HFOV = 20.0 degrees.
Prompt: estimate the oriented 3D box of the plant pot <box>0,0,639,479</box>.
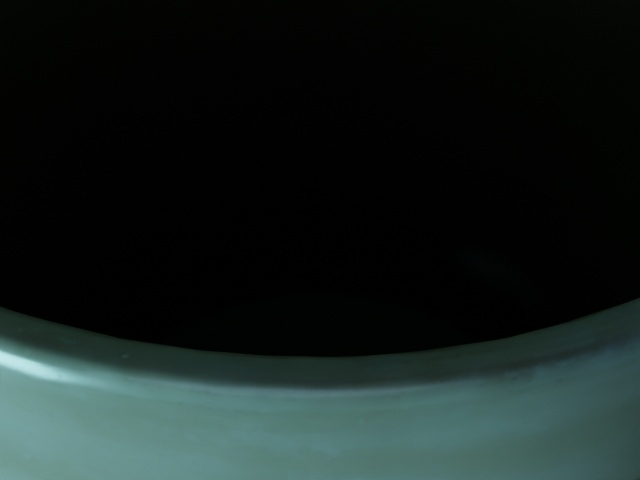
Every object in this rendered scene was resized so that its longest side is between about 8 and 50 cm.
[{"bbox_3d":[0.000,0.000,0.551,0.323,0.323,0.280,2,139,3],"label":"plant pot"}]
